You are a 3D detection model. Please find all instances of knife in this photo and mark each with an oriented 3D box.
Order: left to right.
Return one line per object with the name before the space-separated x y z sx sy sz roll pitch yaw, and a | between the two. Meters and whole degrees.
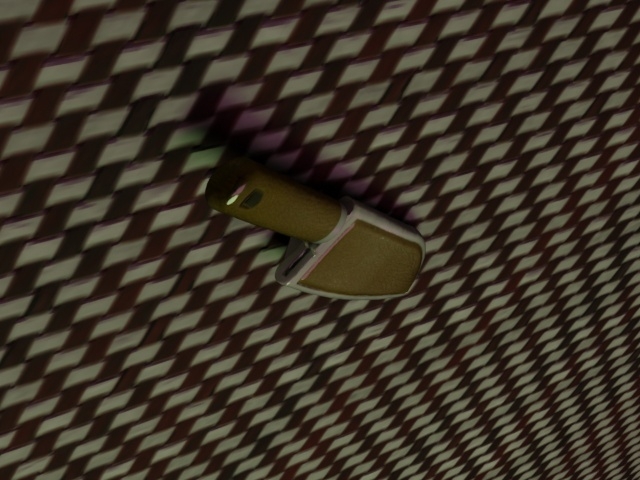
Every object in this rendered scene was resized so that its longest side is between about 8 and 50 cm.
knife | -0.001 -0.001 0.806 0.046 0.022 0.256 -49 161 7
